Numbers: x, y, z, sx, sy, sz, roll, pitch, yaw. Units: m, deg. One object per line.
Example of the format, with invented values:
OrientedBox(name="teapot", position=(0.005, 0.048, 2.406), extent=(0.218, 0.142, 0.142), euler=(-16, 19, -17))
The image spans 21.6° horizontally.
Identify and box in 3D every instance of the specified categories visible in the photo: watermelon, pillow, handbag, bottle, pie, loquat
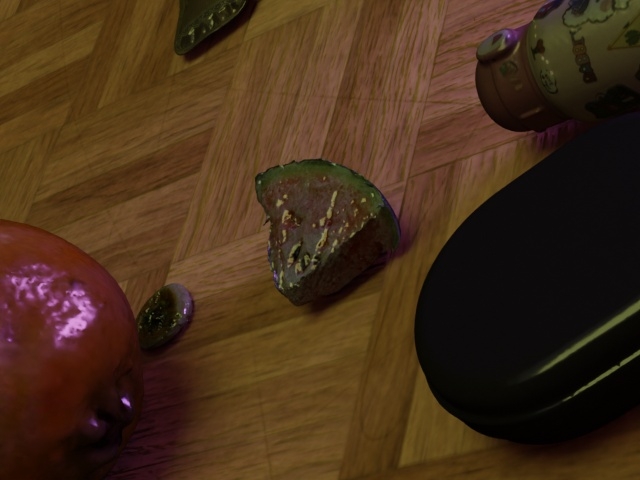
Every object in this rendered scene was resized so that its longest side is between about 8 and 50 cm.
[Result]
OrientedBox(name="watermelon", position=(0.000, 0.000, 1.606), extent=(0.187, 0.071, 0.139), euler=(15, 75, 46))
OrientedBox(name="pillow", position=(-0.137, -0.325, 2.129), extent=(0.130, 0.033, 0.217), euler=(-33, 36, 25))
OrientedBox(name="handbag", position=(0.210, 0.025, 1.300), extent=(0.308, 0.093, 0.254), euler=(-36, 33, 20))
OrientedBox(name="bottle", position=(0.246, -0.166, 1.429), extent=(0.253, 0.120, 0.120), euler=(-21, 42, 36))
OrientedBox(name="pie", position=(-0.167, 0.081, 1.756), extent=(0.084, 0.021, 0.084), euler=(-31, 36, 26))
OrientedBox(name="loquat", position=(-0.326, 0.136, 1.623), extent=(0.328, 0.328, 0.328), euler=(-31, 37, 26))
